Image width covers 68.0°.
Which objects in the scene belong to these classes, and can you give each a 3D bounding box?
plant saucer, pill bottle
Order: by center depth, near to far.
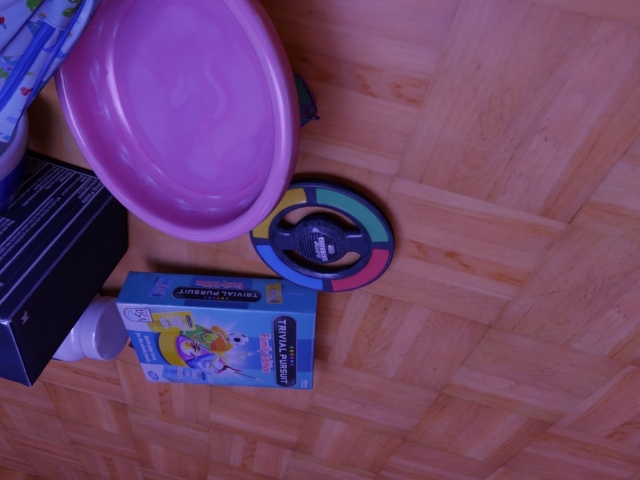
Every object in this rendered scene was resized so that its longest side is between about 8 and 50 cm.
[{"bbox_3d":[-0.161,-0.160,0.551,0.332,0.084,0.332,13,121,23],"label":"plant saucer"},{"bbox_3d":[-0.535,0.162,0.959,0.264,0.153,0.153,7,134,9],"label":"pill bottle"}]

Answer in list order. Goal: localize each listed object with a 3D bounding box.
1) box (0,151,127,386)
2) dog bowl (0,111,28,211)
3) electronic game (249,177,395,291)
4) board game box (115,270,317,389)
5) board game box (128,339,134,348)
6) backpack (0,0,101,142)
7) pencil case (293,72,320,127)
[{"bbox_3d":[-0.495,0.015,0.709,0.294,0.296,0.183,18,134,-1],"label":"box"},{"bbox_3d":[-0.524,-0.133,0.600,0.265,0.265,0.104,27,136,-11],"label":"dog bowl"},{"bbox_3d":[0.000,0.000,0.736,0.229,0.048,0.229,8,133,8],"label":"electronic game"},{"bbox_3d":[-0.177,0.178,0.896,0.336,0.079,0.254,3,134,0],"label":"board game box"},{"bbox_3d":[-0.307,0.187,1.010,0.145,0.027,0.281,30,133,-12],"label":"board game box"},{"bbox_3d":[-0.352,-0.247,0.427,0.355,0.273,0.290,-39,72,9],"label":"backpack"},{"bbox_3d":[-0.069,-0.142,0.610,0.151,0.064,0.070,-33,161,37],"label":"pencil case"}]
